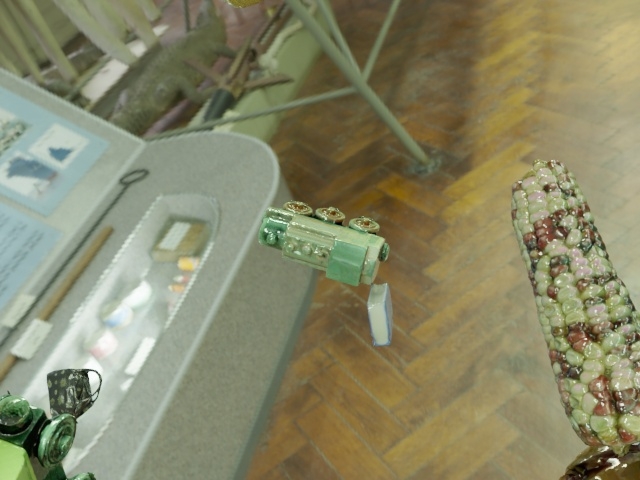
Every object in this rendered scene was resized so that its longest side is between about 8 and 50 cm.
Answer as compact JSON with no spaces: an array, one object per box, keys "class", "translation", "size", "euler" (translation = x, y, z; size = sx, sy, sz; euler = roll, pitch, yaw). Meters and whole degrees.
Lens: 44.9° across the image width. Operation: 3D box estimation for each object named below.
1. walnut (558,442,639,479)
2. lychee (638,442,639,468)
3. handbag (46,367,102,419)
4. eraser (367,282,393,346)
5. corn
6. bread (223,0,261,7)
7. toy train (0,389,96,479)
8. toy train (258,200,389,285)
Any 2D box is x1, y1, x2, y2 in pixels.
[{"class":"walnut","translation":[0.377,0.292,0.909],"size":[0.137,0.245,0.137],"euler":[-22,58,42]},{"class":"lychee","translation":[0.435,0.217,0.717],"size":[0.264,0.264,0.299],"euler":[5,73,39]},{"class":"handbag","translation":[-0.539,0.328,1.726],"size":[0.139,0.072,0.115],"euler":[-28,62,25]},{"class":"eraser","translation":[0.083,0.100,1.062],"size":[0.027,0.063,0.084],"euler":[-8,14,9]},{"class":"corn","translation":[0.237,0.056,0.714],"size":[0.092,0.092,0.280],"euler":[-19,71,9]},{"class":"bread","translation":[-0.138,-0.531,1.438],"size":[0.171,0.197,0.197],"euler":[-15,32,3]},{"class":"toy train","translation":[-0.337,0.284,0.855],"size":[0.105,0.253,0.157],"euler":[18,47,8]},{"class":"toy train","translation":[0.000,0.000,1.109],"size":[0.194,0.080,0.125],"euler":[15,20,9]}]
